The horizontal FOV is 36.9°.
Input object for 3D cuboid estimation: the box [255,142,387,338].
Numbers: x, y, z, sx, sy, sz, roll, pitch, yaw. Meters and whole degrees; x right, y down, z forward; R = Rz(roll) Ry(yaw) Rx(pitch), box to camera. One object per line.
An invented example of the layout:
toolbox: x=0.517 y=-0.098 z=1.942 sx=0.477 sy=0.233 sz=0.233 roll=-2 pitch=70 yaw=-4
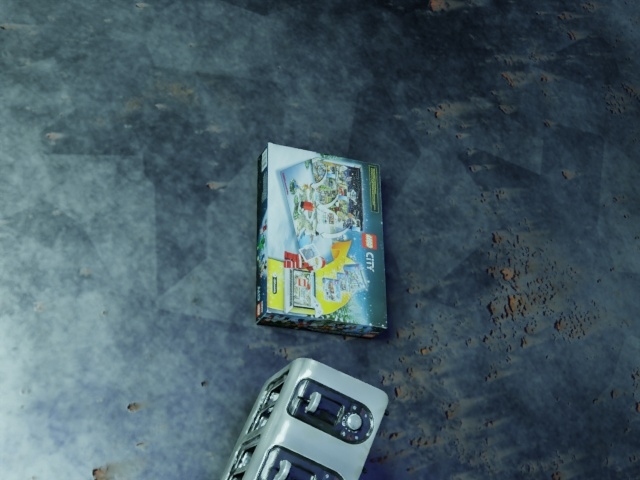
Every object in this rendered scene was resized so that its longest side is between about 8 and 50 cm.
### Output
box: x=0.000 y=0.000 z=1.209 sx=0.159 sy=0.044 sz=0.233 roll=10 pitch=62 yaw=-21

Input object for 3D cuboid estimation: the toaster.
toaster: x=-0.024 y=0.228 z=1.019 sx=0.110 sy=0.186 sz=0.168 roll=29 pitch=65 yaw=-8
